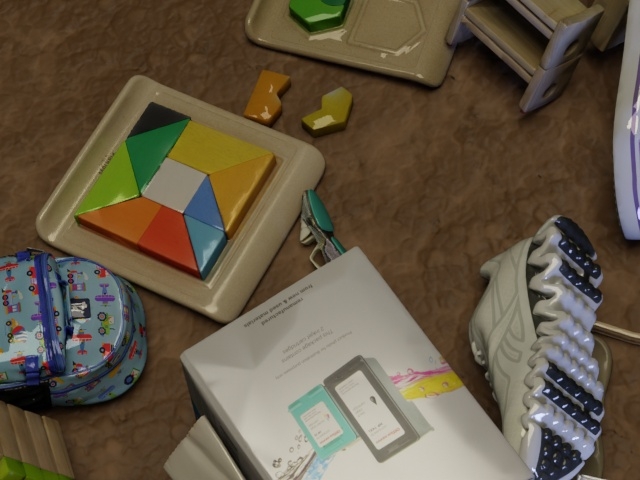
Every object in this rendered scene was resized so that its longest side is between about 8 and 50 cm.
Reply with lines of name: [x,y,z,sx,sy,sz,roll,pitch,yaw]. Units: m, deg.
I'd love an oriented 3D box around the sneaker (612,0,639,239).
sneaker: [0.379,-0.134,1.623,0.161,0.102,0.282,7,92,16]

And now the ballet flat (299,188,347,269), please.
ballet flat: [0.000,0.000,1.664,0.041,0.041,0.114,-25,65,-9]

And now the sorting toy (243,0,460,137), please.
sorting toy: [0.038,-0.246,1.780,0.229,0.041,0.307,16,66,10]

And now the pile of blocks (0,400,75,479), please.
pile of blocks: [-0.242,0.305,1.468,0.112,0.149,0.362,-49,64,17]

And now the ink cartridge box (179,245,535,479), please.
ink cartridge box: [0.032,0.193,1.478,0.197,0.198,0.270,-32,67,-13]

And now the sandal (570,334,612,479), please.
sandal: [0.245,0.167,1.562,0.072,0.049,0.180,11,66,8]

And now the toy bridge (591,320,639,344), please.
toy bridge: [0.338,0.070,1.618,0.188,0.026,0.063,-8,66,-1]

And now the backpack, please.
backpack: [-0.260,0.085,1.591,0.173,0.117,0.158,-5,64,-3]

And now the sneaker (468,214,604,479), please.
sneaker: [0.199,0.114,1.541,0.118,0.110,0.292,-21,40,32]

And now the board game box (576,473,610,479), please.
board game box: [0.364,0.337,1.456,0.305,0.053,0.193,11,75,8]

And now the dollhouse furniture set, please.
dollhouse furniture set: [0.255,-0.246,1.742,0.184,0.129,0.129,-26,62,-37]

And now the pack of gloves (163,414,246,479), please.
pack of gloves: [-0.076,0.301,1.463,0.046,0.195,0.232,-12,57,-46]

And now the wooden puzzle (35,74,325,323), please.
wooden puzzle: [-0.146,-0.051,1.691,0.239,0.044,0.221,25,67,14]
